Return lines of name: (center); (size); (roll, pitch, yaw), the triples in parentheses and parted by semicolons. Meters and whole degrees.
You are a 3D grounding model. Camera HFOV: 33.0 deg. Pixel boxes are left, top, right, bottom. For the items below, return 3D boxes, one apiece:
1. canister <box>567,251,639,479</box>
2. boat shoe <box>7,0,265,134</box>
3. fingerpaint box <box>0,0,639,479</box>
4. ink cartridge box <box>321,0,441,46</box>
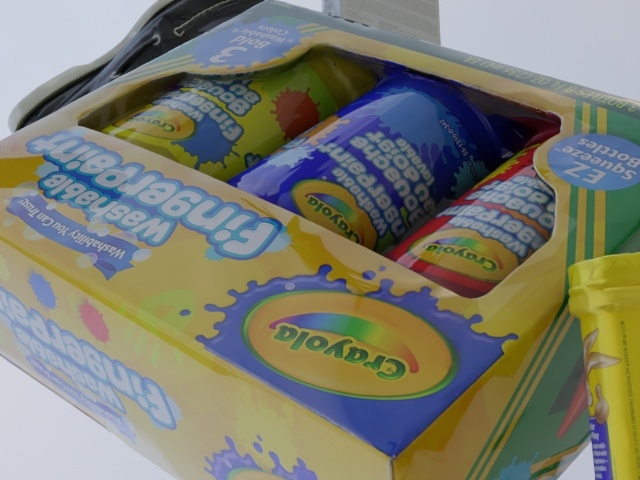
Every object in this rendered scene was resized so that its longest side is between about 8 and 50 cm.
canister: (0.170, 0.097, 0.523); (0.126, 0.073, 0.169); (20, -116, -64)
boat shoe: (-0.181, -0.172, 1.192); (0.113, 0.340, 0.127); (60, 180, 24)
fingerpaint box: (0.000, 0.000, 0.776); (0.371, 0.445, 0.163); (-36, -46, -33)
ink cartridge box: (0.067, -0.289, 1.212); (0.145, 0.045, 0.179); (12, -113, -34)
